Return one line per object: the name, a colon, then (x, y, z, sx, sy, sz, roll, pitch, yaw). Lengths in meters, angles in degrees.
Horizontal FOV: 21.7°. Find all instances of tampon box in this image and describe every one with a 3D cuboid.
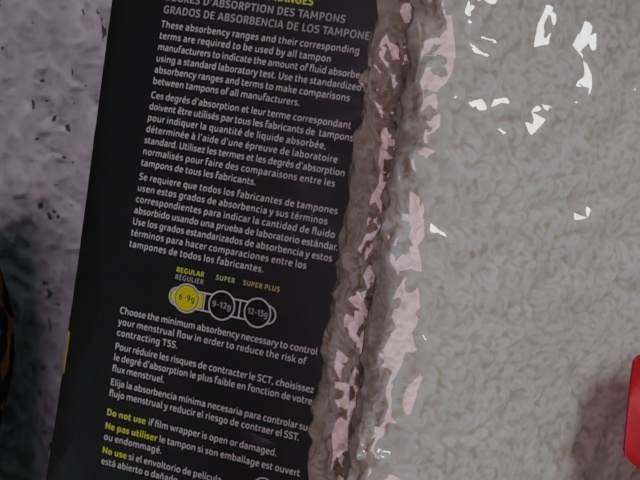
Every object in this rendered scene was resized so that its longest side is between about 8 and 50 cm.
tampon box: (0.000, 0.000, 0.500, 0.101, 0.120, 0.161, 11, 95, 23)

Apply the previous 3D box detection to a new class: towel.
towel: (0.080, 0.067, 0.439, 0.049, 0.187, 0.282, 16, 99, 60)

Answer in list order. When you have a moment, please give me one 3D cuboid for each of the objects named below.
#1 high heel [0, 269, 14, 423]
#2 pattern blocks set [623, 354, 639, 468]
high heel: (-0.146, 0.093, 0.504, 0.093, 0.261, 0.186, 16, 102, -10)
pattern blocks set: (0.243, 0.097, 0.321, 0.285, 0.026, 0.324, -36, 72, 18)
